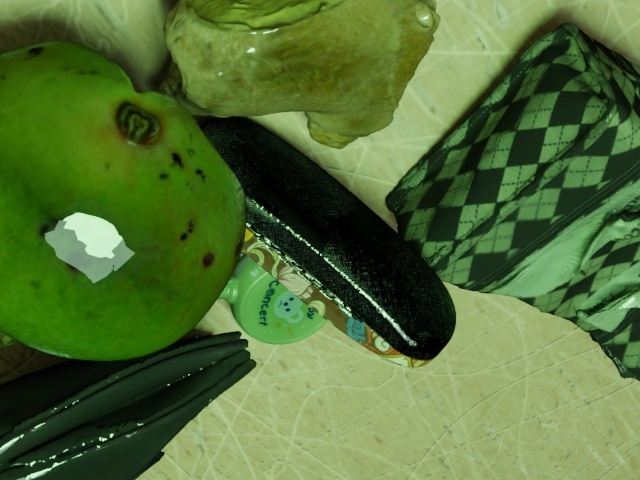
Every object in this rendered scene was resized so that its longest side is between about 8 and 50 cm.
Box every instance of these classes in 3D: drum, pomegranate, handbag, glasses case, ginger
[{"bbox_3d":[-0.106,0.065,1.660,0.253,0.049,0.130,-8,127,-14],"label":"drum"},{"bbox_3d":[-0.247,0.005,1.416,0.309,0.216,0.358,34,131,-14],"label":"pomegranate"},{"bbox_3d":[0.312,-0.014,1.690,0.416,0.180,0.317,22,124,-37],"label":"handbag"},{"bbox_3d":[-0.207,0.173,1.566,0.288,0.342,0.152,-26,91,-9],"label":"handbag"},{"bbox_3d":[0.000,0.000,1.533,0.321,0.122,0.082,40,122,-5],"label":"glasses case"},{"bbox_3d":[-0.019,-0.169,1.473,0.275,0.130,0.221,-16,143,3],"label":"ginger"}]
